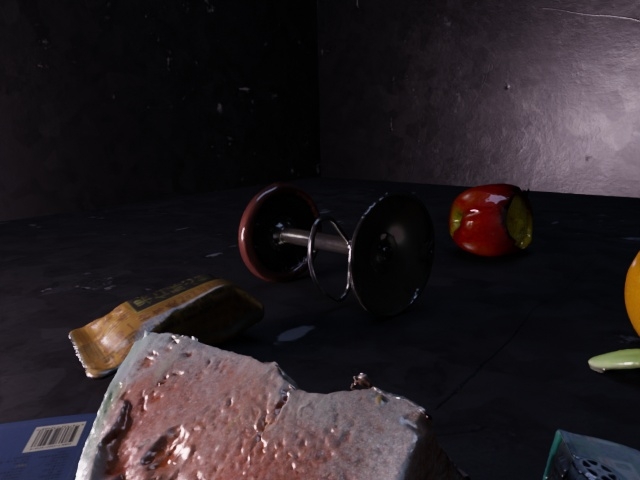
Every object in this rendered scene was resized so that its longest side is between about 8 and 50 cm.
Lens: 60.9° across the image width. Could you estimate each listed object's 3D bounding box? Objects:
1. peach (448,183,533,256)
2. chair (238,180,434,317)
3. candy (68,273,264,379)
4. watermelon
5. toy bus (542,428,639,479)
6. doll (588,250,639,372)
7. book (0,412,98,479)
[{"bbox_3d":[0.438,-0.051,1.343,0.226,0.196,0.189,-1,48,-9],"label":"peach"},{"bbox_3d":[0.000,0.000,1.077,0.227,0.226,0.401,-12,15,-40],"label":"chair"},{"bbox_3d":[-0.232,0.126,0.820,0.271,0.101,0.143,-19,26,-37],"label":"candy"},{"bbox_3d":[-0.055,0.168,0.412,0.305,0.180,0.224,7,0,38],"label":"watermelon"},{"bbox_3d":[0.212,0.226,0.344,0.109,0.091,0.261,11,15,6],"label":"toy bus"},{"bbox_3d":[0.487,0.103,0.689,0.236,0.213,0.213,-44,28,-15],"label":"doll"},{"bbox_3d":[-0.314,0.238,0.476,0.191,0.025,0.269,-4,13,-9],"label":"book"}]
